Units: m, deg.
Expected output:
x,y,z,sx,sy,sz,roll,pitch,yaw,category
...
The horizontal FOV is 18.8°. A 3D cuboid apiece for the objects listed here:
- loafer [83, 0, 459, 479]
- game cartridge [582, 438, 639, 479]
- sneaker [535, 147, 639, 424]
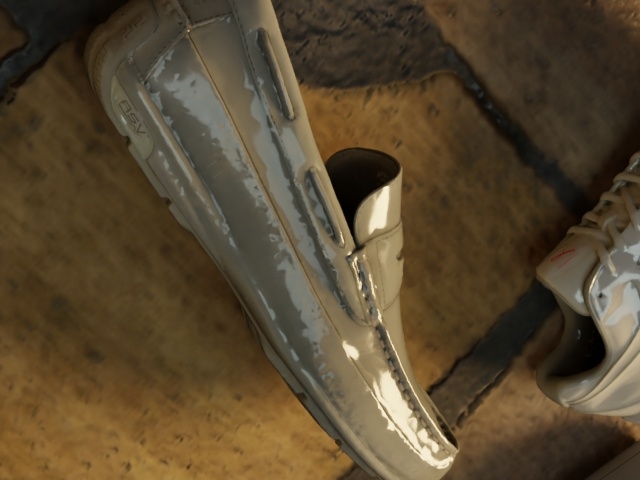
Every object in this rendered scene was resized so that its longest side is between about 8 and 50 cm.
x,y,z,sx,sy,sz,roll,pitch,yaw,category
0.000,0.000,0.993,0.111,0.112,0.319,-33,120,-1,loafer
0.191,0.281,1.230,0.196,0.060,0.294,-35,120,-13,game cartridge
0.183,0.003,1.096,0.115,0.090,0.232,3,108,-23,sneaker
